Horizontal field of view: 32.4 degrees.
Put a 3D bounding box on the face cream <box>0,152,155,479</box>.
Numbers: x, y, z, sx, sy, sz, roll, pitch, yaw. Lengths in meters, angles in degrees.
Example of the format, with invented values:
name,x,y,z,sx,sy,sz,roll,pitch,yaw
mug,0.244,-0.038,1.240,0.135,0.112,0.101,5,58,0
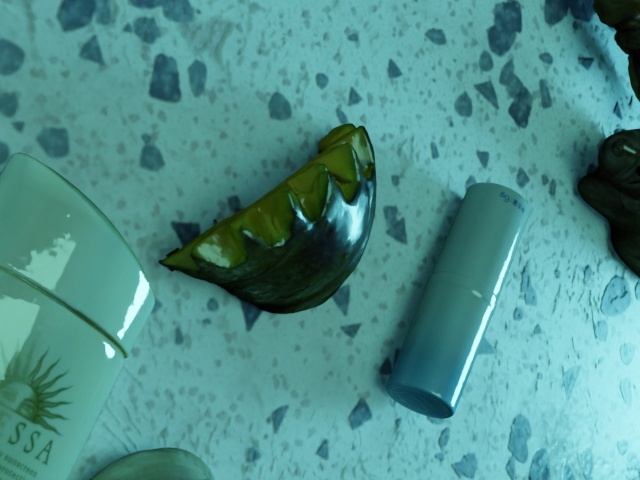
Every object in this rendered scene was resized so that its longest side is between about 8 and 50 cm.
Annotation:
name,x,y,z,sx,sy,sz,roll,pitch,yaw
face cream,-0.245,0.122,0.820,0.173,0.081,0.348,42,61,-34

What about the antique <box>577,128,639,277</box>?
name,x,y,z,sx,sy,sz,roll,pitch,yaw
antique,0.428,-0.042,1.365,0.257,0.143,0.121,50,59,-23

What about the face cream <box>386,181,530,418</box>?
name,x,y,z,sx,sy,sz,roll,pitch,yaw
face cream,0.147,0.060,1.158,0.077,0.077,0.250,41,61,-30

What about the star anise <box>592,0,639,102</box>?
name,x,y,z,sx,sy,sz,roll,pitch,yaw
star anise,0.427,-0.253,1.396,0.349,0.109,0.292,36,55,-35

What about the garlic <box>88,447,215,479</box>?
name,x,y,z,sx,sy,sz,roll,pitch,yaw
garlic,-0.140,0.212,0.910,0.152,0.066,0.084,19,76,-40

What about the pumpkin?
name,x,y,z,sx,sy,sz,roll,pitch,yaw
pumpkin,0.000,0.000,1.008,0.254,0.130,0.149,-39,110,-37
